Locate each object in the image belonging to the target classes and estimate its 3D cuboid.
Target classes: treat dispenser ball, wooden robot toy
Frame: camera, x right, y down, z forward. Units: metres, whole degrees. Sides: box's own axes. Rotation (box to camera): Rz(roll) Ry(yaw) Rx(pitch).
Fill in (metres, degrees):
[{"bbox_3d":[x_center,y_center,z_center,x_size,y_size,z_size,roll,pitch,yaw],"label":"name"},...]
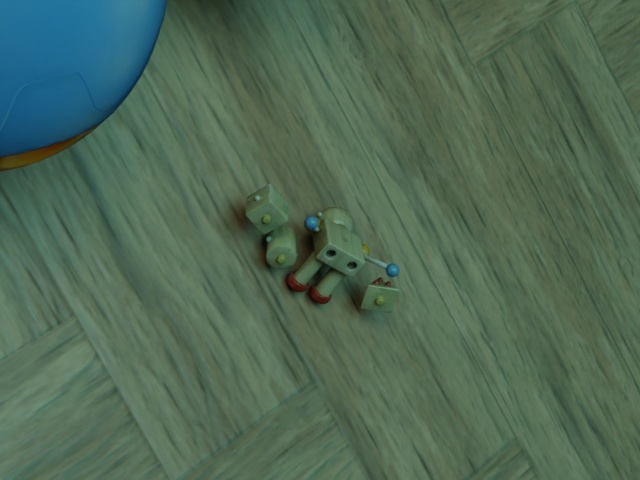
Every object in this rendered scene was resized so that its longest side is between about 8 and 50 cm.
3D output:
[{"bbox_3d":[-0.254,-0.191,1.045,0.288,0.288,0.288,6,79,-31],"label":"treat dispenser ball"},{"bbox_3d":[0.000,0.000,1.316,0.173,0.076,0.079,31,32,-24],"label":"wooden robot toy"}]
